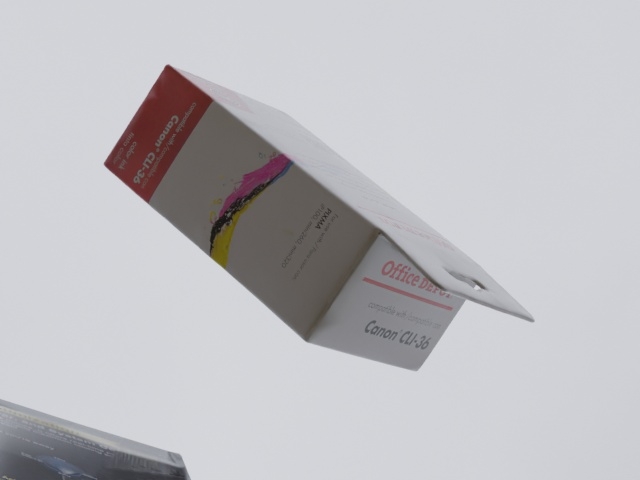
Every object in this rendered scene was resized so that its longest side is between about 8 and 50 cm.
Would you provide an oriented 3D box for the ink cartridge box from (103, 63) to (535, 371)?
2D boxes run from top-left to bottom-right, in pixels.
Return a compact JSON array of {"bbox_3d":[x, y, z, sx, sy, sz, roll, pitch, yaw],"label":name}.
[{"bbox_3d":[0.000,0.000,0.957,0.198,0.115,0.067,39,-79,32],"label":"ink cartridge box"}]

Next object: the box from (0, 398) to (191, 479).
[{"bbox_3d":[-0.213,0.084,0.529,0.395,0.318,0.097,20,-81,-15],"label":"box"}]
